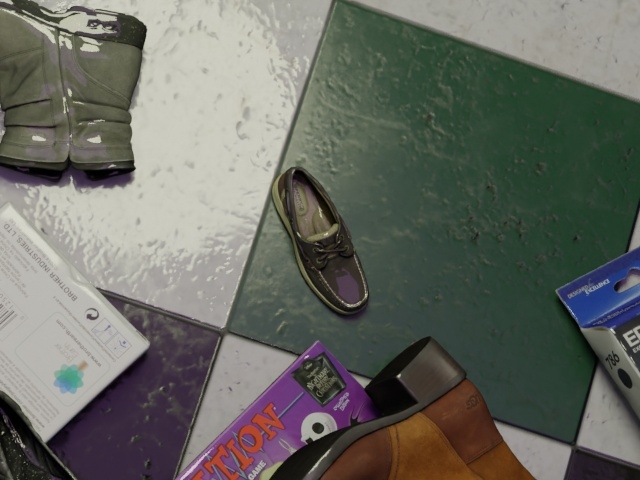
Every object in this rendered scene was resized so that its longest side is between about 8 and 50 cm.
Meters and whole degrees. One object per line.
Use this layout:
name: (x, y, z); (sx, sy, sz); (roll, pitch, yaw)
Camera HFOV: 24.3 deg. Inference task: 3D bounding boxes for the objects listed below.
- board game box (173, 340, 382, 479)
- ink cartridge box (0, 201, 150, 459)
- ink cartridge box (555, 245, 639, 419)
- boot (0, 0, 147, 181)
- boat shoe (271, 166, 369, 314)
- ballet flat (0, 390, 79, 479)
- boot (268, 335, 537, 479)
board game box: (-0.050, 0.276, 1.307); (0.208, 0.056, 0.347); (44, 64, 4)
ink cartridge box: (-0.329, 0.136, 1.329); (0.311, 0.065, 0.186); (-44, 90, -15)
ink cartridge box: (0.378, 0.136, 1.382); (0.165, 0.065, 0.332); (-28, 70, -16)
boot: (-0.286, -0.143, 1.381); (0.247, 0.083, 0.161); (9, 84, -5)
boat shoe: (0.000, 0.000, 1.405); (0.056, 0.049, 0.152); (-30, 85, -12)
ballet flat: (-0.245, 0.199, 1.273); (0.173, 0.049, 0.057); (48, 57, 1)
boot: (0.098, 0.268, 1.309); (0.264, 0.096, 0.280); (-42, 96, -34)
